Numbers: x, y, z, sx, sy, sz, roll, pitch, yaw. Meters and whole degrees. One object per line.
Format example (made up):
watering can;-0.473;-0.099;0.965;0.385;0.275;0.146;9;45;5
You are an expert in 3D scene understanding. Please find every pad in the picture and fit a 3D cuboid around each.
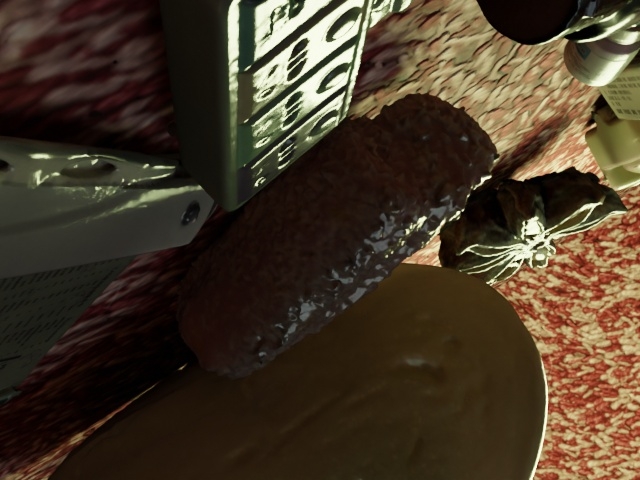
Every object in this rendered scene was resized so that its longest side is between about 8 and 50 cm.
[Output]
pad;-0.191;0.054;0.647;0.265;0.009;0.159;-44;165;32

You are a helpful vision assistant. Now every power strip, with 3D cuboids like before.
power strip;-0.004;-0.105;0.457;0.145;0.061;0.215;-39;170;-16

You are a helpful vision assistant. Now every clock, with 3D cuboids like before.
clock;0.482;-0.176;1.253;0.309;0.114;0.284;-28;177;2

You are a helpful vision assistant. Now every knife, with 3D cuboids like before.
knife;-0.120;-0.019;0.485;0.073;0.040;0.265;-51;164;16

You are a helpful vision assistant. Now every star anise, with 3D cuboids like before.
star anise;0.249;-0.028;1.315;0.223;0.109;0.236;-35;156;23

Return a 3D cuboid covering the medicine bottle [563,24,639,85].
medicine bottle;0.235;-0.167;0.858;0.052;0.052;0.089;-32;168;-17

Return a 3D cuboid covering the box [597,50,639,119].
box;0.362;-0.188;0.897;0.214;0.069;0.353;-37;-174;7

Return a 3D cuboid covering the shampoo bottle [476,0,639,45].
shampoo bottle;0.224;-0.193;0.655;0.323;0.084;0.129;-25;163;-39

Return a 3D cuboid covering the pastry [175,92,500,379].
pastry;-0.001;-0.001;0.727;0.265;0.103;0.112;-41;174;13

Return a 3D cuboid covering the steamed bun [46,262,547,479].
steamed bun;-0.016;0.218;0.938;0.456;0.290;0.371;-32;179;-5
